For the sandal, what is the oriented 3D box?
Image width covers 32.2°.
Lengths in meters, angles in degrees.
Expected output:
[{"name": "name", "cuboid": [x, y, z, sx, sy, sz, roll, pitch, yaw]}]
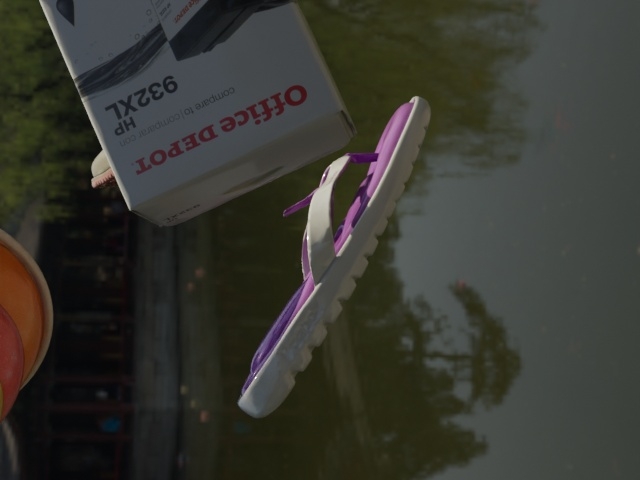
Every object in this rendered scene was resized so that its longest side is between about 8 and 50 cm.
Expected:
[{"name": "sandal", "cuboid": [0.004, -0.004, 1.223, 0.416, 0.102, 0.169, -62, 5, -19]}]

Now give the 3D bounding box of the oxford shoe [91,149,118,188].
[{"name": "oxford shoe", "cuboid": [-0.255, -0.212, 1.810, 0.397, 0.140, 0.146, -32, 81, 35]}]

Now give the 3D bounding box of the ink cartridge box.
[{"name": "ink cartridge box", "cuboid": [-0.129, -0.200, 1.081, 0.129, 0.223, 0.307, 39, -154, -80]}]

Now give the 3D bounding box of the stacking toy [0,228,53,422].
[{"name": "stacking toy", "cuboid": [-0.514, 0.189, 1.425, 0.480, 0.351, 0.350, -125, 38, -63]}]
